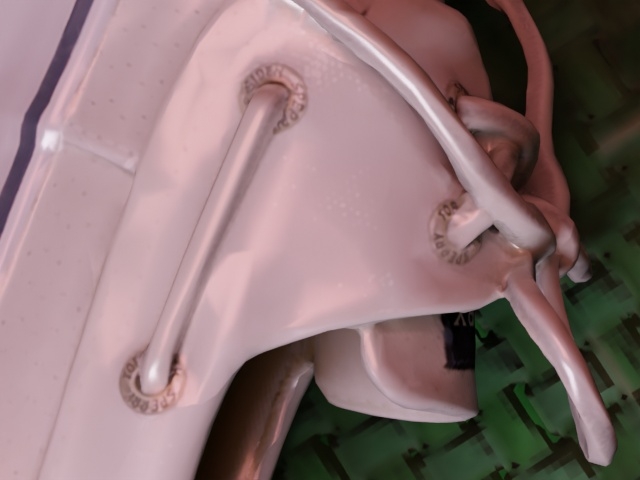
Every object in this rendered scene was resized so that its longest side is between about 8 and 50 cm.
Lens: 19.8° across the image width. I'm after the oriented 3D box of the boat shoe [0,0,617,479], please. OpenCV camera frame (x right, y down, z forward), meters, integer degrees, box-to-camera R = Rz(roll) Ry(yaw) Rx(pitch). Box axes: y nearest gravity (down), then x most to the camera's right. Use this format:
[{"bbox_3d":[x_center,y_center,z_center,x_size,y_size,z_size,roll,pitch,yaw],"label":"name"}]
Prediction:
[{"bbox_3d":[-0.003,0.000,0.393,0.156,0.136,0.367,24,87,15],"label":"boat shoe"}]
